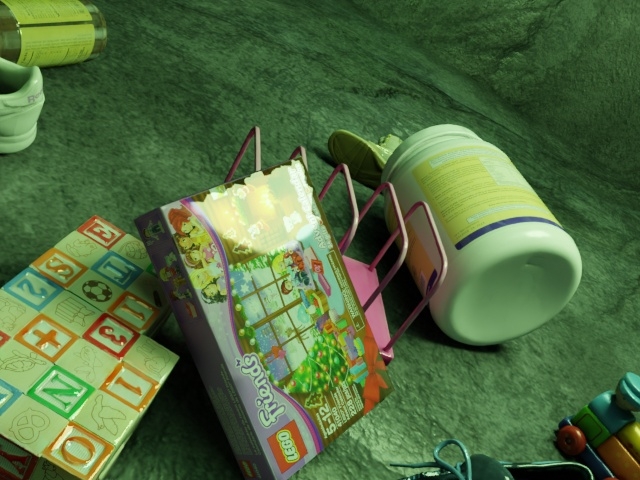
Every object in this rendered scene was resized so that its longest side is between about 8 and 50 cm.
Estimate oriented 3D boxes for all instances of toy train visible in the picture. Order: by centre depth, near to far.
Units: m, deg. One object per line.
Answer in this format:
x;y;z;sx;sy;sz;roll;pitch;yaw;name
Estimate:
0.458;0.314;0.966;0.105;0.143;0.248;3;41;-41;toy train

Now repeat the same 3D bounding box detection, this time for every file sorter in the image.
0.000;0.000;0.961;0.291;0.182;0.202;21;31;-19;file sorter

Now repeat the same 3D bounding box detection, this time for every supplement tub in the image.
0.246;-0.019;1.165;0.241;0.241;0.331;15;35;-29;supplement tub

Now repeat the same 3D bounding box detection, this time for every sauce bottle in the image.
-0.471;-0.305;1.040;0.111;0.111;0.344;39;29;11;sauce bottle

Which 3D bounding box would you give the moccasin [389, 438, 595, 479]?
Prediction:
0.169;0.279;0.770;0.342;0.116;0.137;3;40;-41;moccasin

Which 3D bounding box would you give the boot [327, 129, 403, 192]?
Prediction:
0.112;-0.176;1.440;0.213;0.077;0.165;32;30;-12;boot

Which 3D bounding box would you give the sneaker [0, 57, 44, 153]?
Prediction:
-0.483;-0.208;0.834;0.305;0.152;0.114;12;53;-31;sneaker

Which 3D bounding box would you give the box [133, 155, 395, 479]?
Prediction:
-0.047;0.076;0.746;0.201;0.057;0.293;-27;97;-43;box

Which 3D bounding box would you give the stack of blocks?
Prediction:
-0.231;0.108;0.675;0.171;0.087;0.297;31;29;-2;stack of blocks
